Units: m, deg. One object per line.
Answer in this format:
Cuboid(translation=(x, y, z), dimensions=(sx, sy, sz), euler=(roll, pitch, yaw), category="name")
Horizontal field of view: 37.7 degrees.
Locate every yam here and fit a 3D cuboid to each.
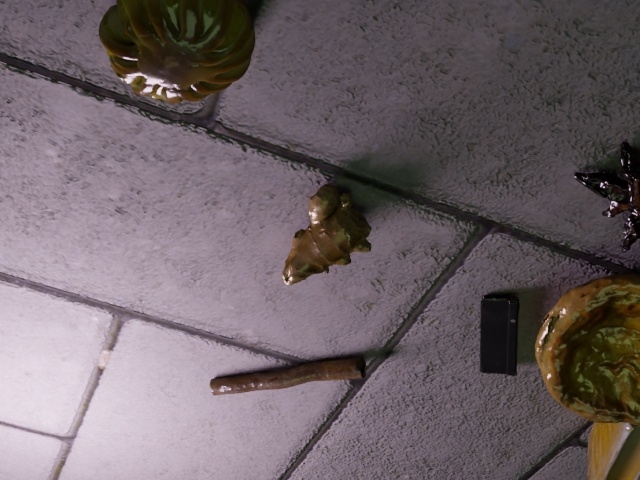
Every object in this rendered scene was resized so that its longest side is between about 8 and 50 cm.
Cuboid(translation=(-0.069, 0.273, 1.874), dimensions=(0.326, 0.045, 0.045), euler=(-10, 170, 16), category="yam")

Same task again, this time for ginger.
Cuboid(translation=(0.014, 0.000, 1.551), dimensions=(0.115, 0.081, 0.205), euler=(7, 132, -24), category="ginger")

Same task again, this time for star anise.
Cuboid(translation=(0.477, -0.079, 1.445), dimensions=(0.157, 0.053, 0.212), euler=(41, 148, 3), category="star anise")

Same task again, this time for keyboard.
Cuboid(translation=(0.336, 0.178, 1.765), dimensions=(0.072, 0.023, 0.231), euler=(2, 137, 12), category="keyboard")

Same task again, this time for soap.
Cuboid(translation=(0.602, 0.378, 1.853), dimensions=(0.089, 0.174, 0.274), euler=(9, 137, 6), category="soap")

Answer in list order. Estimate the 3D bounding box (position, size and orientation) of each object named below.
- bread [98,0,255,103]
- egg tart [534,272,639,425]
Cuboid(translation=(-0.190, -0.266, 1.263), dimensions=(0.213, 0.105, 0.213), euler=(0, 138, 0), category="bread")
Cuboid(translation=(0.541, 0.178, 1.642), dimensions=(0.340, 0.129, 0.341), euler=(6, 121, 10), category="egg tart")
